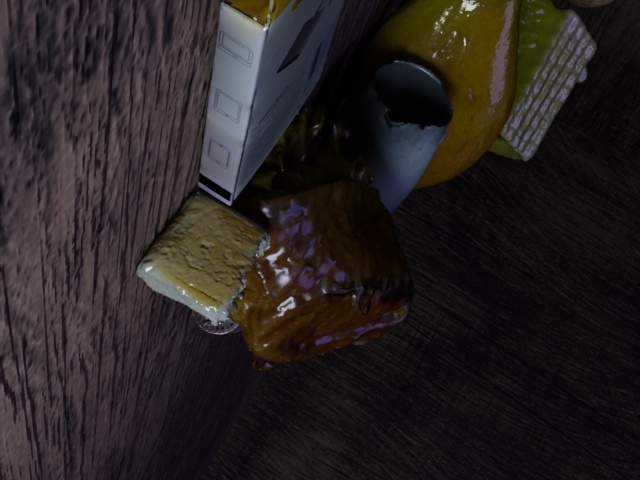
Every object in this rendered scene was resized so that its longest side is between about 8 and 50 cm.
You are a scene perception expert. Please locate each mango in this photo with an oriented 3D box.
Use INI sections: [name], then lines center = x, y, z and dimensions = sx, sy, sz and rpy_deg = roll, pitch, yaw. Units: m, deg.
[mango]
center = 0.124, -0.165, 1.168
dimensions = 0.317, 0.176, 0.119
rpy_deg = 113, -8, -49

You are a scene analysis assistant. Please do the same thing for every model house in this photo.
[model house]
center = 0.225, -0.221, 1.350
dimensions = 0.193, 0.234, 0.175
rpy_deg = -60, -161, -5

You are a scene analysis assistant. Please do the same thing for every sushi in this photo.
[sushi]
center = -0.013, 0.002, 0.915
dimensions = 0.167, 0.179, 0.296
rpy_deg = -37, 160, 22

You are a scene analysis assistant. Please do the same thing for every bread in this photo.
[bread]
center = -0.079, 0.010, 0.740
dimensions = 0.083, 0.070, 0.035
rpy_deg = -63, 180, -30

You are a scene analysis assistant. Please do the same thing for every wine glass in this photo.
[wine glass]
center = 0.049, -0.083, 1.111
dimensions = 0.204, 0.111, 0.111
rpy_deg = -53, -179, 44

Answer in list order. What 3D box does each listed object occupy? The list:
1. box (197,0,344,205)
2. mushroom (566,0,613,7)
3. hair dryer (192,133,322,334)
[box]
center = -0.023, -0.125, 0.659
dimensions = 0.129, 0.033, 0.247
rpy_deg = -56, 176, -25
[mushroom]
center = 0.290, -0.400, 1.220
dimensions = 0.278, 0.146, 0.278
rpy_deg = 168, -90, -86
[hair dryer]
center = -0.057, -0.008, 1.117
dimensions = 0.195, 0.053, 0.220
rpy_deg = 62, 53, -86
